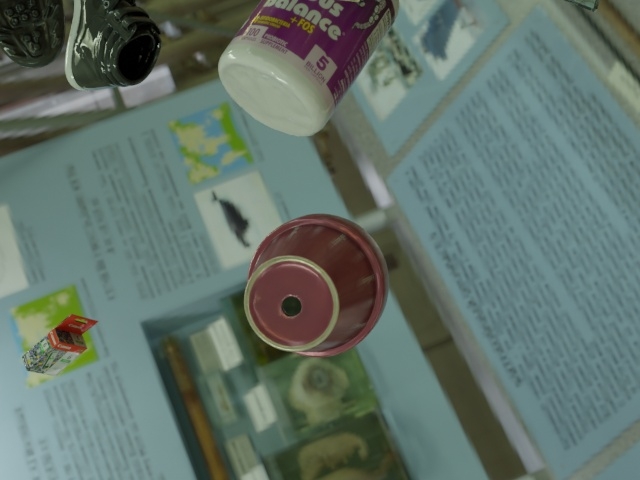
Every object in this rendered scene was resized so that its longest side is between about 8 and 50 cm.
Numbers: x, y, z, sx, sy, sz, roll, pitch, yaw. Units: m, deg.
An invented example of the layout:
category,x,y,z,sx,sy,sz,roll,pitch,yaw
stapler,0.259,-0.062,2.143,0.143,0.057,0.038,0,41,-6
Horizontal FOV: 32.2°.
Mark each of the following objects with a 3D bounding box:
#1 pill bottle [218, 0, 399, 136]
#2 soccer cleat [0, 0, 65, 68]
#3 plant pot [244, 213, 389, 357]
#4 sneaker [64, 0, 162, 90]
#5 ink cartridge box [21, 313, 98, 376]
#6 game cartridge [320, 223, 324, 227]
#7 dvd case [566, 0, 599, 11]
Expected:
category,x,y,z,sx,sy,sz,roll,pitch,yaw
pill bottle,0.004,-0.305,1.525,0.169,0.301,0.169,28,160,11
soccer cleat,-0.417,-0.359,1.430,0.318,0.109,0.116,61,168,3
plant pot,-0.017,0.070,1.513,0.180,0.201,0.201,-28,-83,-76
sneaker,-0.298,-0.363,1.658,0.147,0.104,0.295,15,103,36
ink cartridge box,-0.396,0.162,1.706,0.063,0.115,0.029,24,-149,-54
game cartridge,0.000,0.000,1.586,0.083,0.056,0.017,40,-150,-67
dvd case,0.426,-0.449,1.896,0.013,0.119,0.087,128,163,-73
